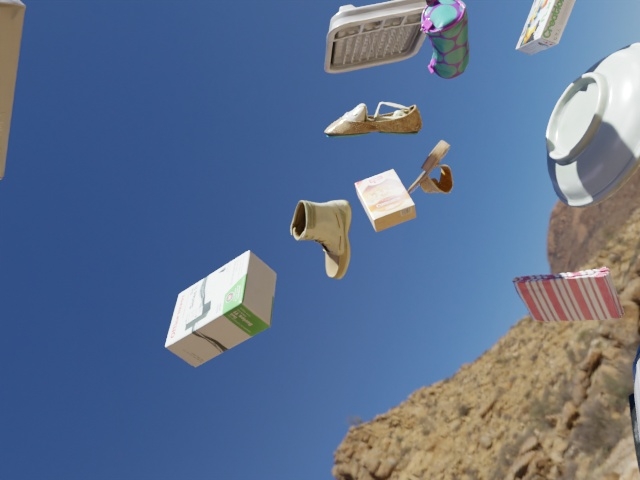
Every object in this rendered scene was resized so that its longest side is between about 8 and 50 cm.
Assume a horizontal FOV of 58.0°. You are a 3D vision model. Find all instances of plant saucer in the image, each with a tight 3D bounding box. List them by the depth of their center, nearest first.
[{"bbox_3d":[0.637,-0.280,1.370,0.400,0.101,0.399,-163,90,-83],"label":"plant saucer"}]

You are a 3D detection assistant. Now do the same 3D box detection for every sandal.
[{"bbox_3d":[0.259,-0.136,1.283,0.088,0.079,0.240,-49,-8,-14],"label":"sandal"}]

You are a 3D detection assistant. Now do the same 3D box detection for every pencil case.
[{"bbox_3d":[0.195,-0.312,0.897,0.152,0.070,0.064,36,-146,-68],"label":"pencil case"}]

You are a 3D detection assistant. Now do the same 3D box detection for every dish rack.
[{"bbox_3d":[0.146,-0.563,1.572,0.333,0.286,0.072,108,149,-85],"label":"dish rack"}]

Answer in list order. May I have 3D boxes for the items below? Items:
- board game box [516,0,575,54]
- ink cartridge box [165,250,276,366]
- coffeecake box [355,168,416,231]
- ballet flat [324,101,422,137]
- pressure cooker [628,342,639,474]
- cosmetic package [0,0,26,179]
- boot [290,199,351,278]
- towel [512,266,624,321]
[{"bbox_3d":[0.592,-0.628,1.434,0.193,0.053,0.305,-81,9,-80],"label":"board game box"},{"bbox_3d":[-0.196,0.137,1.146,0.087,0.209,0.153,44,-153,-30],"label":"ink cartridge box"},{"bbox_3d":[0.214,-0.134,1.920,0.143,0.185,0.068,-21,-41,-2],"label":"coffeecake box"},{"bbox_3d":[0.110,-0.255,1.211,0.073,0.207,0.067,-102,8,-65],"label":"ballet flat"},{"bbox_3d":[0.801,0.326,1.088,0.420,0.376,0.369,-65,-31,-46],"label":"pressure cooker"},{"bbox_3d":[-0.426,-0.191,0.659,0.107,0.127,0.237,-19,-33,-52],"label":"cosmetic package"},{"bbox_3d":[0.000,0.000,1.500,0.165,0.077,0.213,-3,-80,-42],"label":"boot"},{"bbox_3d":[0.532,0.120,1.243,0.144,0.197,0.029,55,-135,-31],"label":"towel"}]
